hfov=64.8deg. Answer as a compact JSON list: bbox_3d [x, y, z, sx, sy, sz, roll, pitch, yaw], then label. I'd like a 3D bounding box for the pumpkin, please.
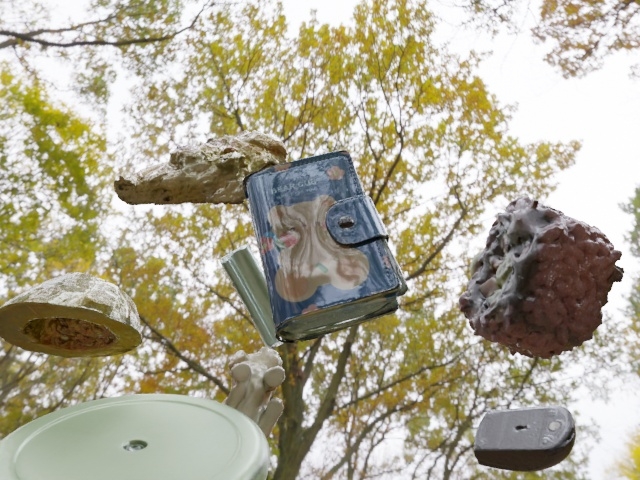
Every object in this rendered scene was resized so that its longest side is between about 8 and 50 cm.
[{"bbox_3d":[-0.387,0.112,0.808,0.217,0.110,0.217,0,-39,0],"label":"pumpkin"}]

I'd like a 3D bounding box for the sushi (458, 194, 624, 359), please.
[{"bbox_3d":[0.359,0.068,0.886,0.170,0.236,0.270,23,-90,-19],"label":"sushi"}]

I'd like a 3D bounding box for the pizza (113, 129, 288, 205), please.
[{"bbox_3d":[-0.162,-0.127,0.829,0.223,0.323,0.090,8,-65,34],"label":"pizza"}]

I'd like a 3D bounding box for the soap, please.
[{"bbox_3d":[-0.123,0.114,0.994,0.066,0.198,0.119,-28,-11,-14],"label":"soap"}]

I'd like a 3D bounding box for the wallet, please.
[{"bbox_3d":[0.000,0.001,0.545,0.141,0.202,0.059,-16,-34,-2],"label":"wallet"}]

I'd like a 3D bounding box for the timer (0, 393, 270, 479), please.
[{"bbox_3d":[-0.206,0.370,0.553,0.290,0.291,0.316,3,-86,2],"label":"timer"}]

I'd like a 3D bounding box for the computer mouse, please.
[{"bbox_3d":[0.541,0.523,1.319,0.269,0.170,0.100,-22,-77,42],"label":"computer mouse"}]

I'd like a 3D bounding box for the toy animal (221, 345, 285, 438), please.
[{"bbox_3d":[-0.125,0.275,0.853,0.104,0.185,0.184,16,-92,-13],"label":"toy animal"}]
